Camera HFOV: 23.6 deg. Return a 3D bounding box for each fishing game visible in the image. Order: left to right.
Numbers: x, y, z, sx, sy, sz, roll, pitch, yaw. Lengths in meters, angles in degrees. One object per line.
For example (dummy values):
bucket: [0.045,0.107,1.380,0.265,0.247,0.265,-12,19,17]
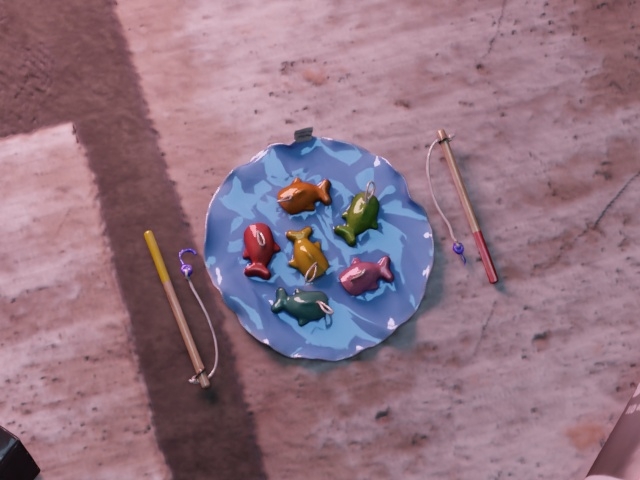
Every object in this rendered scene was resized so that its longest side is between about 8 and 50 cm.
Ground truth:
fishing game: [0.000,0.000,1.208,0.264,0.041,0.189,-16,75,-7]

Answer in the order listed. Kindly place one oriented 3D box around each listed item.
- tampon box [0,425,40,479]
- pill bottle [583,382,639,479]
tampon box: [-0.302,0.151,1.104,0.161,0.120,0.101,33,73,9]
pill bottle: [0.285,0.168,1.096,0.161,0.161,0.283,31,73,8]
